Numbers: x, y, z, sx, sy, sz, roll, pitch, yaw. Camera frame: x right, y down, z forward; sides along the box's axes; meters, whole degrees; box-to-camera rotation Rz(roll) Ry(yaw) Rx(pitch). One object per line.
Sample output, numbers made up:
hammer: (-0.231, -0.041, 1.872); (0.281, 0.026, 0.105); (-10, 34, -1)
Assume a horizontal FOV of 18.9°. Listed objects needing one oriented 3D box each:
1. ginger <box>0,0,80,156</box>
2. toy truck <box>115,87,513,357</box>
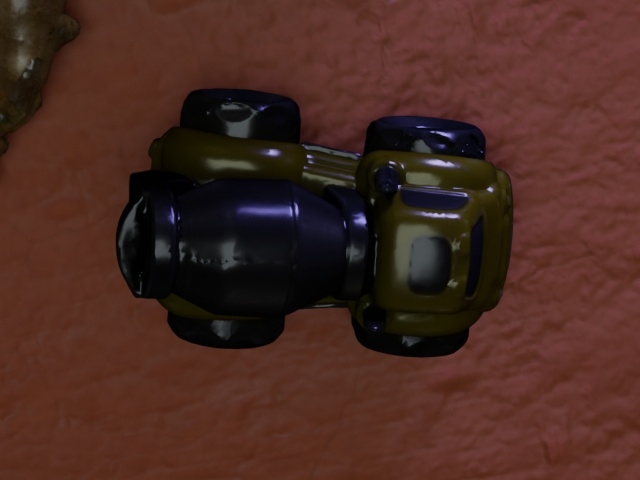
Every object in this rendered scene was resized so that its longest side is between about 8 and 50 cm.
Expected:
ginger: (-0.202, -0.111, 1.137); (0.193, 0.052, 0.176); (-6, 115, -13)
toy truck: (0.000, 0.000, 1.096); (0.224, 0.165, 0.147); (6, 101, 0)
